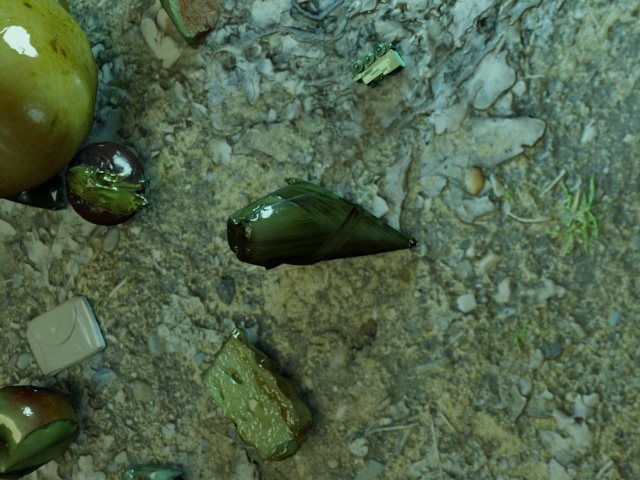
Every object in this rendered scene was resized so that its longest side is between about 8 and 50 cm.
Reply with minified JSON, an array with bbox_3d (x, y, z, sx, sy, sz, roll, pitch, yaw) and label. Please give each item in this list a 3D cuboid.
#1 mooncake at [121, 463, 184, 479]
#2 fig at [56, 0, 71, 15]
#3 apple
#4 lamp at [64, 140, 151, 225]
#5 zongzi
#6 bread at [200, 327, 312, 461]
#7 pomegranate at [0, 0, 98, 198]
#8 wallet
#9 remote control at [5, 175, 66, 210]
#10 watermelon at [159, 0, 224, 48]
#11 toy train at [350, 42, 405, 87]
[{"bbox_3d":[-0.308,0.486,1.367,0.125,0.073,0.130,-4,91,29],"label":"mooncake"},{"bbox_3d":[-0.506,-0.436,1.389,0.125,0.089,0.089,33,109,-8],"label":"fig"},{"bbox_3d":[-0.588,0.369,1.430,0.207,0.188,0.174,-30,86,17],"label":"apple"},{"bbox_3d":[-0.399,-0.104,1.325,0.157,0.135,0.156,-26,82,28],"label":"lamp"},{"bbox_3d":[0.000,0.000,1.101,0.242,0.221,0.112,24,119,20],"label":"zongzi"},{"bbox_3d":[-0.108,0.269,1.251,0.128,0.088,0.232,-48,68,12],"label":"bread"},{"bbox_3d":[-0.583,-0.255,1.276,0.417,0.417,0.416,2,95,25],"label":"pomegranate"},{"bbox_3d":[-0.519,0.194,1.466,0.183,0.032,0.124,-26,86,24],"label":"wallet"},{"bbox_3d":[-0.600,-0.107,1.472,0.222,0.042,0.072,10,101,25],"label":"remote control"},{"bbox_3d":[-0.248,-0.466,1.250,0.146,0.128,0.231,36,112,37],"label":"watermelon"},{"bbox_3d":[0.087,-0.270,1.136,0.083,0.033,0.053,-34,83,24],"label":"toy train"}]
